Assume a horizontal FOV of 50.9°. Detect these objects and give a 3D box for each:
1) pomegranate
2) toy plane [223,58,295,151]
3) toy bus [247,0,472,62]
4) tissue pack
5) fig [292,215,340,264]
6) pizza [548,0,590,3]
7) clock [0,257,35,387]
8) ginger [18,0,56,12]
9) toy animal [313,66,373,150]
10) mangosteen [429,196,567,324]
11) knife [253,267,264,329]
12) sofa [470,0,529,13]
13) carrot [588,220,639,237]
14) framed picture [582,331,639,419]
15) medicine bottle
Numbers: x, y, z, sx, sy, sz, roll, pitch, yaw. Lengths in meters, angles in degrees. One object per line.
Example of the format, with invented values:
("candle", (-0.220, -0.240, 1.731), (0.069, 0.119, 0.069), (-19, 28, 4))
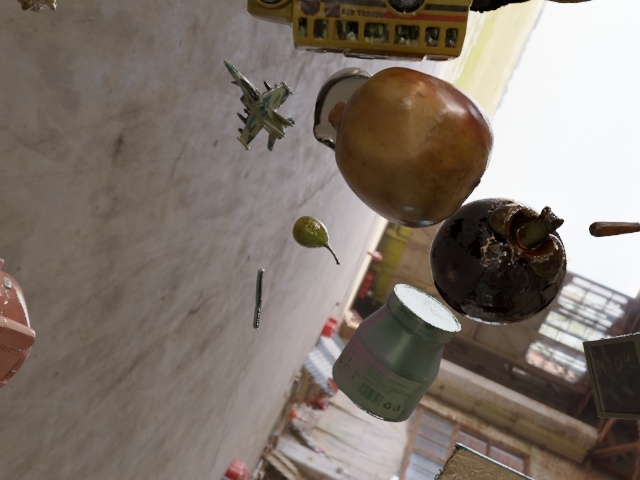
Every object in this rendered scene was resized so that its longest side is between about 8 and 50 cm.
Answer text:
("pomegranate", (0.127, -0.151, 1.050), (0.229, 0.271, 0.252), (-59, 165, 6))
("toy plane", (-0.158, -0.332, 1.589), (0.192, 0.088, 0.262), (-53, 126, -14))
("toy bus", (0.056, -0.347, 1.046), (0.121, 0.336, 0.122), (-90, -177, -77))
("tissue pack", (0.365, 0.557, 1.379), (0.134, 0.271, 0.192), (-52, 153, -35))
("fig", (0.001, -0.003, 1.851), (0.093, 0.166, 0.093), (-58, 173, -11))
("pizza", (0.514, -0.637, 1.478), (0.081, 0.290, 0.228), (-157, -106, -79))
("clock", (-0.641, 0.160, 1.257), (0.227, 0.241, 0.142), (-45, 135, 9))
("ginger", (-0.424, -0.392, 0.998), (0.294, 0.086, 0.131), (52, -53, 55))
("toy animal", (0.071, -0.287, 1.497), (0.235, 0.165, 0.187), (-72, 142, -72))
("mangosteen", (0.395, 0.047, 1.459), (0.293, 0.297, 0.297), (23, -91, 60))
("knife", (-0.144, 0.143, 1.560), (0.028, 0.015, 0.210), (-80, 179, -49))
("sofa", (0.322, -0.580, 1.303), (0.182, 0.259, 0.199), (73, 21, -63))
("carrot", (0.539, -0.022, 1.235), (0.032, 0.093, 0.032), (176, -90, -88))
("framed picture", (0.744, 0.339, 1.664), (0.281, 0.019, 0.208), (114, -32, -74))
("medicine bottle", (0.201, 0.283, 1.734), (0.289, 0.245, 0.245), (-59, 174, 17))
